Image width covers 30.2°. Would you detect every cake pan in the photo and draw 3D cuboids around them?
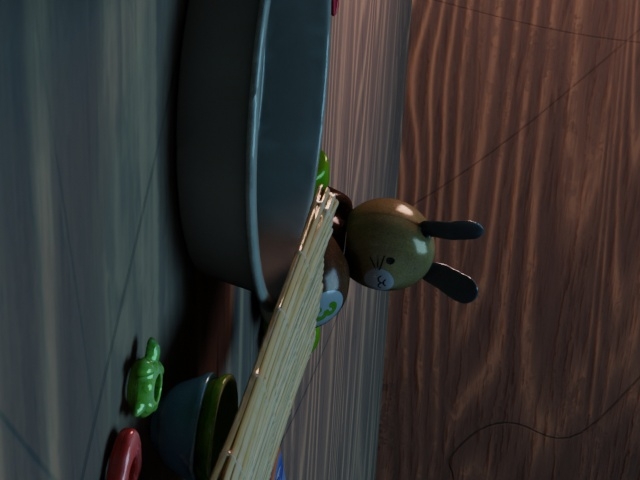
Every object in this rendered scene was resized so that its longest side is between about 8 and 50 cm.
[{"bbox_3d":[-0.040,-0.100,0.794,0.293,0.054,0.293,6,90,-83],"label":"cake pan"}]

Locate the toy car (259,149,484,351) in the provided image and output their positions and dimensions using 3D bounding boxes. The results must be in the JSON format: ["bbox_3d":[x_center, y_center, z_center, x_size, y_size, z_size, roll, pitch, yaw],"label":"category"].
[{"bbox_3d":[0.046,0.017,1.037,0.155,0.188,0.149,88,10,-48],"label":"toy car"}]

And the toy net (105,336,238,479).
[{"bbox_3d":[-0.090,0.177,0.645,0.122,0.045,0.232,79,18,-70],"label":"toy net"}]

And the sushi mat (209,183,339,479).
[{"bbox_3d":[-0.031,0.106,0.773,0.316,0.019,0.151,-72,172,-55],"label":"sushi mat"}]

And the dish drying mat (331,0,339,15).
[{"bbox_3d":[0.016,-0.289,1.293,0.032,0.008,0.083,-73,167,-55],"label":"dish drying mat"}]

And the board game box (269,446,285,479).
[{"bbox_3d":[-0.067,0.335,1.050,0.145,0.027,0.281,88,10,-58],"label":"board game box"}]
